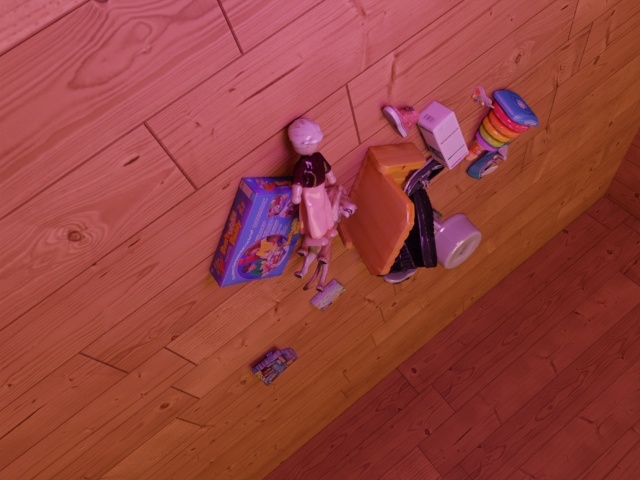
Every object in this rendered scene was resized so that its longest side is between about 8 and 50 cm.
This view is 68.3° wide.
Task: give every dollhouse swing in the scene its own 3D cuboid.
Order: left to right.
[{"bbox_3d":[0.254,-0.094,1.579,0.315,0.305,0.346,-14,139,-38],"label":"dollhouse swing"}]

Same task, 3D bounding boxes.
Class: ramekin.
[{"bbox_3d":[0.666,0.012,2.342,0.277,0.135,0.277,-29,148,-21],"label":"ramekin"}]

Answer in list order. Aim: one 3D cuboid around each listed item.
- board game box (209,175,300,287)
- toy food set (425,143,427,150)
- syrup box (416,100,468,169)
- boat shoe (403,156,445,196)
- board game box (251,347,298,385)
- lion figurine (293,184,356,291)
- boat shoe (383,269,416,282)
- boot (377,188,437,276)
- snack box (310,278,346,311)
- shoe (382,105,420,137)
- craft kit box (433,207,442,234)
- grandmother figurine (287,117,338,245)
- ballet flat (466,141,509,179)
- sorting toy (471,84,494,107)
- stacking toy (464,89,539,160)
[{"bbox_3d":[-0.168,-0.027,1.404,0.234,0.078,0.347,-8,136,-43],"label":"board game box"},{"bbox_3d":[0.432,-0.372,1.705,0.122,0.019,0.078,-37,149,-8],"label":"toy food set"},{"bbox_3d":[0.417,-0.354,1.610,0.096,0.093,0.237,-43,142,2],"label":"syrup box"},{"bbox_3d":[0.385,-0.230,1.750,0.206,0.065,0.075,-46,160,-18],"label":"boat shoe"},{"bbox_3d":[-0.201,0.546,2.108,0.194,0.060,0.194,-37,149,-11],"label":"board game box"},{"bbox_3d":[0.000,0.000,1.578,0.392,0.142,0.240,112,-5,-60],"label":"lion figurine"},{"bbox_3d":[0.374,0.176,2.284,0.229,0.080,0.076,-18,141,-47],"label":"boat shoe"},{"bbox_3d":[0.307,-0.037,1.861,0.260,0.347,0.131,-8,172,29],"label":"boot"},{"bbox_3d":[0.034,0.233,2.001,0.141,0.037,0.100,-44,148,3],"label":"snack box"},{"bbox_3d":[0.251,-0.386,1.446,0.081,0.063,0.178,-48,154,7],"label":"shoe"},{"bbox_3d":[0.425,-0.007,2.019,0.246,0.061,0.250,-52,177,20],"label":"craft kit box"},{"bbox_3d":[-0.027,-0.157,1.276,0.208,0.104,0.342,-52,139,-58],"label":"grandmother figurine"},{"bbox_3d":[0.740,-0.351,2.014,0.247,0.087,0.083,-45,149,4],"label":"ballet flat"},{"bbox_3d":[0.579,-0.495,1.660,0.044,0.075,0.083,-50,148,13],"label":"sorting toy"},{"bbox_3d":[0.665,-0.412,1.824,0.175,0.165,0.302,-1,146,-36],"label":"stacking toy"}]
